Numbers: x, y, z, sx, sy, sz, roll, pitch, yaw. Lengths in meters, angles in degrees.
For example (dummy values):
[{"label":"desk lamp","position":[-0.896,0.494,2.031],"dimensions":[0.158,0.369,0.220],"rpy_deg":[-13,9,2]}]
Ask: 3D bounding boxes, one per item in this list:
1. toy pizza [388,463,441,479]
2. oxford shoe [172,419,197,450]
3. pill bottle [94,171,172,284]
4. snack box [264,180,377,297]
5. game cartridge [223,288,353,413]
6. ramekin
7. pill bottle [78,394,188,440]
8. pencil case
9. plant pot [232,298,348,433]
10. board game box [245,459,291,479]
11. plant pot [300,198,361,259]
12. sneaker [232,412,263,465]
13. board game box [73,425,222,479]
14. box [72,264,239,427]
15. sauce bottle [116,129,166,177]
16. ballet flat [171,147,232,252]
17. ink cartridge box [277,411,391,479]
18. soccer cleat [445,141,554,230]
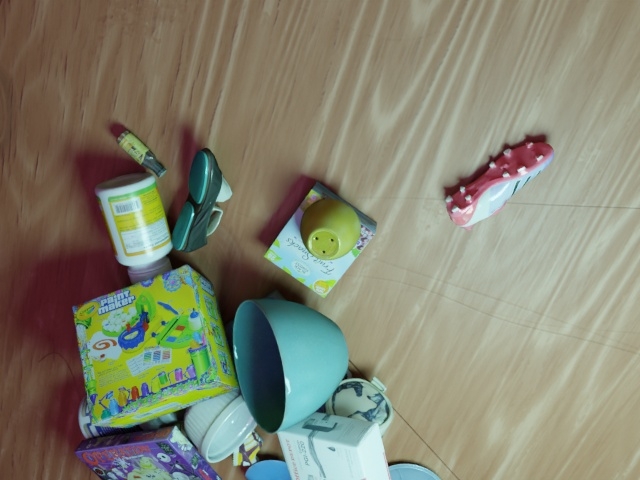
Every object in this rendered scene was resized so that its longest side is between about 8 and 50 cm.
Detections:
[{"label":"toy pizza","position":[0.237,0.675,1.656],"dimensions":[0.201,0.032,0.201],"rpy_deg":[4,113,8]},{"label":"oxford shoe","position":[-0.392,0.592,1.637],"dimensions":[0.130,0.123,0.348],"rpy_deg":[0,133,-12]},{"label":"pill bottle","position":[-0.427,-0.025,1.441],"dimensions":[0.136,0.136,0.245],"rpy_deg":[-5,111,13]},{"label":"snack box","position":[0.000,0.000,1.404],"dimensions":[0.174,0.070,0.207],"rpy_deg":[34,115,-4]},{"label":"game cartridge","position":[-0.082,0.314,1.557],"dimensions":[0.230,0.068,0.355],"rpy_deg":[-35,102,26]},{"label":"ramekin","position":[-0.240,0.431,1.522],"dimensions":[0.109,0.207,0.207],"rpy_deg":[34,117,24]},{"label":"pill bottle","position":[-0.493,0.447,1.640],"dimensions":[0.265,0.153,0.153],"rpy_deg":[-17,108,18]},{"label":"pencil case","position":[0.070,0.531,1.529],"dimensions":[0.160,0.183,0.410],"rpy_deg":[25,125,24]},{"label":"plant pot","position":[-0.054,0.262,1.378],"dimensions":[0.195,0.290,0.290],"rpy_deg":[-7,117,-29]},{"label":"board game box","position":[-0.126,0.657,1.713],"dimensions":[0.133,0.033,0.168],"rpy_deg":[-22,116,17]},{"label":"plant pot","position":[0.015,-0.011,1.305],"dimensions":[0.134,0.095,0.134],"rpy_deg":[3,112,8]},{"label":"sneaker","position":[-0.196,0.524,1.668],"dimensions":[0.084,0.069,0.185],"rpy_deg":[2,110,-14]},{"label":"board game box","position":[-0.440,0.569,1.557],"dimensions":[0.347,0.056,0.208],"rpy_deg":[-18,113,30]},{"label":"box","position":[-0.378,0.248,1.420],"dimensions":[0.290,0.177,0.279],"rpy_deg":[-20,69,4]},{"label":"sauce bottle","position":[-0.411,-0.198,1.418],"dimensions":[0.128,0.042,0.042],"rpy_deg":[42,113,-6]},{"label":"ballet flat","position":[-0.265,-0.092,1.409],"dimensions":[0.095,0.096,0.280],"rpy_deg":[54,133,35]},{"label":"ink cartridge box","position":[0.027,0.471,1.352],"dimensions":[0.218,0.092,0.158],"rpy_deg":[-1,111,37]},{"label":"soccer cleat","position":[0.379,-0.113,1.288],"dimensions":[0.248,0.083,0.095],"rpy_deg":[-36,131,17]}]
